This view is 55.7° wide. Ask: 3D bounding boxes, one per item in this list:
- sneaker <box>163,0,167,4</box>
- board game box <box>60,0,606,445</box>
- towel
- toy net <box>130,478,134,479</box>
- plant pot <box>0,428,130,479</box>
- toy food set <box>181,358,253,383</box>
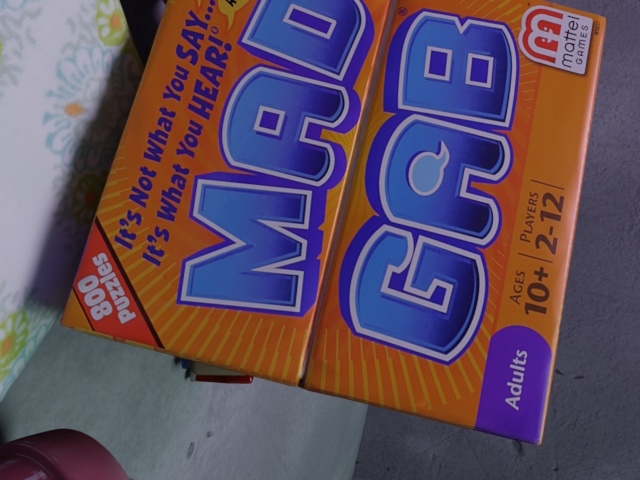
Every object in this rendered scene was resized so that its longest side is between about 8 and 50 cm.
[{"bbox_3d":[-0.084,-0.346,0.614,0.099,0.121,0.262,62,45,-66],"label":"sneaker"},{"bbox_3d":[0.017,-0.025,0.632,0.356,0.356,0.356,108,-4,-77],"label":"board game box"},{"bbox_3d":[-0.237,-0.081,0.399,0.374,0.090,0.320,84,27,-53],"label":"towel"},{"bbox_3d":[-0.285,0.372,0.745,0.232,0.045,0.122,49,60,-69],"label":"toy net"},{"bbox_3d":[-0.266,0.267,0.471,0.180,0.201,0.201,4,101,-58],"label":"plant pot"},{"bbox_3d":[-0.156,0.162,0.948,0.232,0.104,0.111,-126,-143,-88],"label":"toy food set"}]
